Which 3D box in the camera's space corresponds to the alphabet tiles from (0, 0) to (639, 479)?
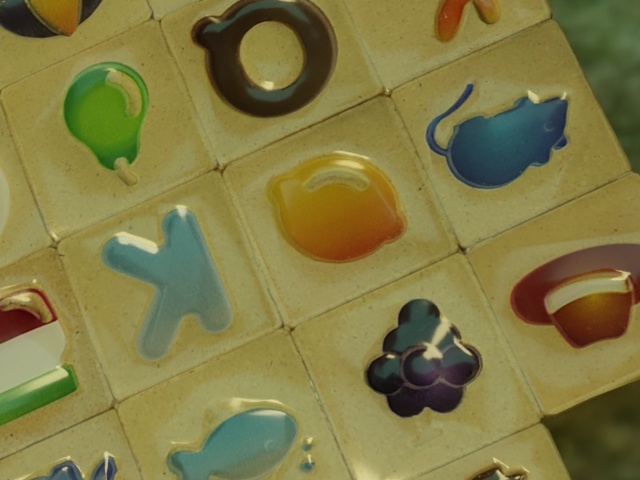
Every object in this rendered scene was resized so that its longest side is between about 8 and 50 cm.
[{"bbox_3d":[-0.056,-0.009,0.583,0.285,0.011,0.342,-25,69,2],"label":"alphabet tiles"}]
